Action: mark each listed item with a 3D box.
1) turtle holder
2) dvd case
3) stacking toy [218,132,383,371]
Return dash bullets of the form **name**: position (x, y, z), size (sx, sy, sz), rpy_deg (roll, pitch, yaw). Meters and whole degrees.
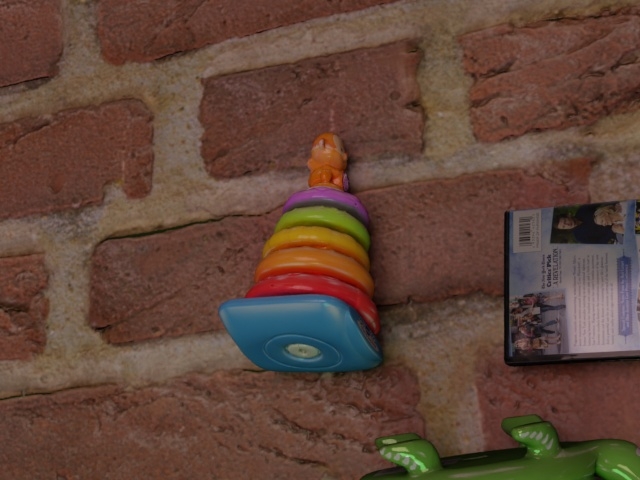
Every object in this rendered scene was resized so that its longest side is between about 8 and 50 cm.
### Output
- **turtle holder**: position (0.200, 0.303, 1.535), size (0.320, 0.243, 0.227), rpy_deg (-6, 84, -20)
- **dvd case**: position (0.324, 0.044, 1.619), size (0.253, 0.022, 0.180), rpy_deg (-5, 73, 23)
- **stacking toy**: position (0.000, 0.000, 1.759), size (0.165, 0.175, 0.302), rpy_deg (-4, 58, 22)
